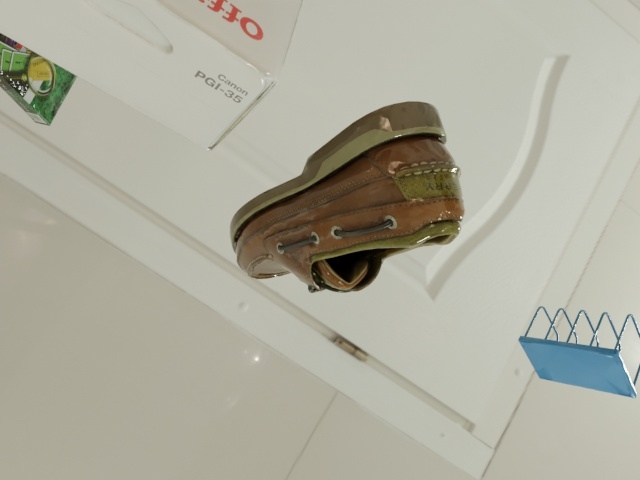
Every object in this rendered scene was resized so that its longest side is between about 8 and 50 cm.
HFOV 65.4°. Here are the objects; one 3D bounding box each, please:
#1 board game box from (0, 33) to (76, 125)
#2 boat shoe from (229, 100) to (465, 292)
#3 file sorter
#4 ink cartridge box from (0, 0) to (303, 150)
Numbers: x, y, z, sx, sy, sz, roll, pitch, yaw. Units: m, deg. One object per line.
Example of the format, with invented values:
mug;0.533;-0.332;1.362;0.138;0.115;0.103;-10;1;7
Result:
board game box;-0.346;-0.298;0.658;0.136;0.030;0.260;86;20;-70
boat shoe;0.000;0.000;0.454;0.110;0.105;0.307;-8;165;-30
file sorter;0.482;0.195;0.915;0.170;0.118;0.104;-2;-139;51
ink cartridge box;-0.119;-0.250;0.412;0.117;0.207;0.283;-29;-139;47
